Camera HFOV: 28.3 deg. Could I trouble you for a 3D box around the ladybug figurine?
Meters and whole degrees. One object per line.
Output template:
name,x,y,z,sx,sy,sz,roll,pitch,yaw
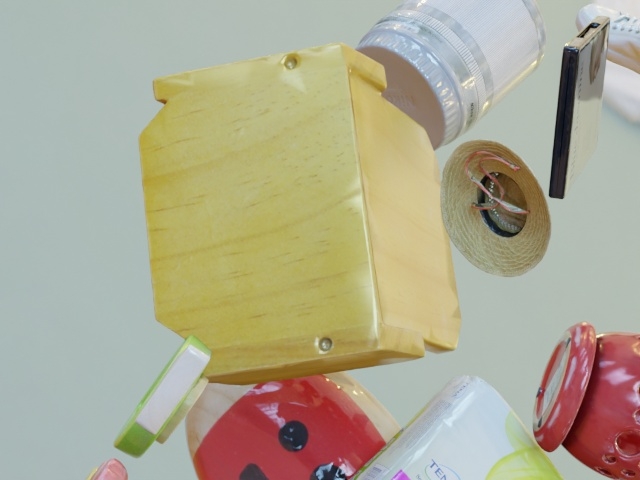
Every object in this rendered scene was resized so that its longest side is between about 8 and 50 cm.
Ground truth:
ladybug figurine,-0.025,0.338,1.773,0.449,0.305,0.162,41,24,17

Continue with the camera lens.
camera lens,0.200,-0.290,1.979,0.219,0.274,0.219,34,-32,25

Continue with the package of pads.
package of pads,0.206,0.347,1.631,0.296,0.229,0.101,51,-20,-10

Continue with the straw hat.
straw hat,0.191,-0.041,1.281,0.144,0.061,0.145,21,-57,36

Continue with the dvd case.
dvd case,0.322,-0.170,1.566,0.253,0.022,0.180,-41,136,-63

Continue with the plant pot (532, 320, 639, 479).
plant pot,0.366,0.198,1.574,0.174,0.191,0.191,20,-11,2

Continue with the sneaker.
sneaker,0.556,-0.343,2.125,0.290,0.106,0.123,41,-35,30

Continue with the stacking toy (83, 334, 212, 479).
stacking toy,-0.146,0.236,1.162,0.130,0.280,0.309,36,-8,-4

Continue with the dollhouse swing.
dollhouse swing,-0.012,-0.007,1.509,0.305,0.315,0.347,52,30,-74
